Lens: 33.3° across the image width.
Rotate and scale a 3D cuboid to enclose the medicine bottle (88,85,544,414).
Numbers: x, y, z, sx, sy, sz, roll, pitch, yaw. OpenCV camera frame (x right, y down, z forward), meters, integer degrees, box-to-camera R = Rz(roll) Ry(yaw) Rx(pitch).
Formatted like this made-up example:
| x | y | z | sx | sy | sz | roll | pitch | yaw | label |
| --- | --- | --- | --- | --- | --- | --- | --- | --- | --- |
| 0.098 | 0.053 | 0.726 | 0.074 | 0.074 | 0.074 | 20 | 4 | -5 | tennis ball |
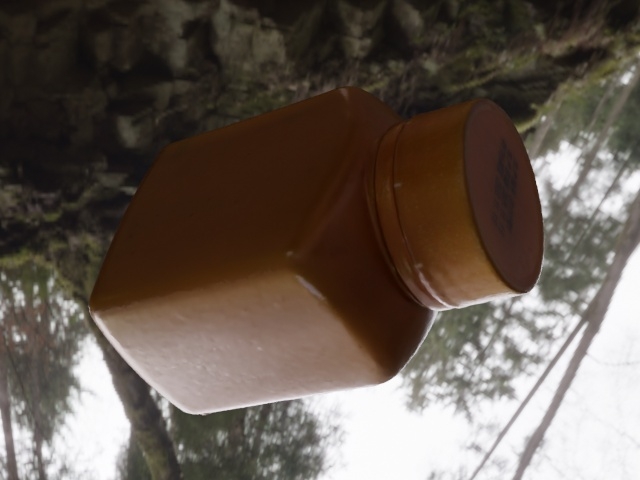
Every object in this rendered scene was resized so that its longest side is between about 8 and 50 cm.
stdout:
| x | y | z | sx | sy | sz | roll | pitch | yaw | label |
| --- | --- | --- | --- | --- | --- | --- | --- | --- | --- |
| 0.000 | 0.001 | 0.589 | 0.222 | 0.112 | 0.149 | -14 | -139 | 30 | medicine bottle |
